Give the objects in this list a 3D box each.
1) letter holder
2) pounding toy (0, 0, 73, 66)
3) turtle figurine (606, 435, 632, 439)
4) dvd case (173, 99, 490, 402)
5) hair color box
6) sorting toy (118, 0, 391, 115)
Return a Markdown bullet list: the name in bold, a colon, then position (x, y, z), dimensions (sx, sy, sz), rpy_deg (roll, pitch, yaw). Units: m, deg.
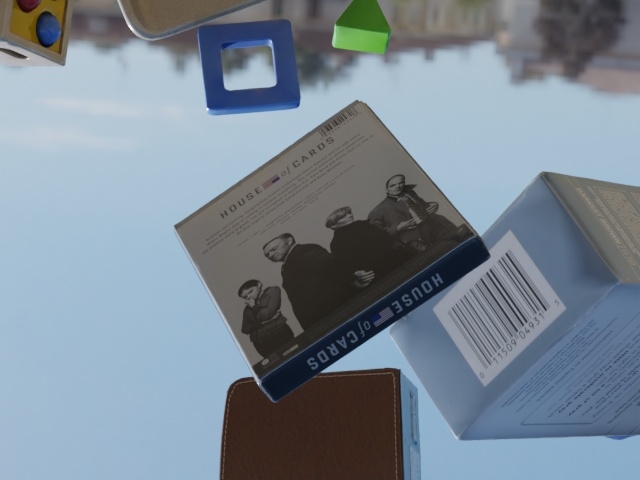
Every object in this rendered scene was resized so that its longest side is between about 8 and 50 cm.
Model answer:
- **letter holder**: position (0.003, 0.311, 2.139), dimensions (0.214, 0.302, 0.152), rpy_deg (-4, 166, 10)
- **pounding toy**: position (-0.369, -0.244, 2.145), dimensions (0.094, 0.206, 0.181), rpy_deg (2, 171, 27)
- **turtle figurine**: position (0.338, 0.050, 1.943), dimensions (0.266, 0.275, 0.198), rpy_deg (-34, -174, -9)
- **dvd case**: position (0.000, 0.000, 1.346), dimensions (0.179, 0.029, 0.239), rpy_deg (-34, -148, 0)
- **hair color box**: position (0.247, 0.060, 1.507), dimensions (0.374, 0.185, 0.114), rpy_deg (6, -136, -50)
- **sorting toy**: position (-0.068, -0.239, 1.293), dimensions (0.196, 0.348, 0.047), rpy_deg (-19, 162, -10)
